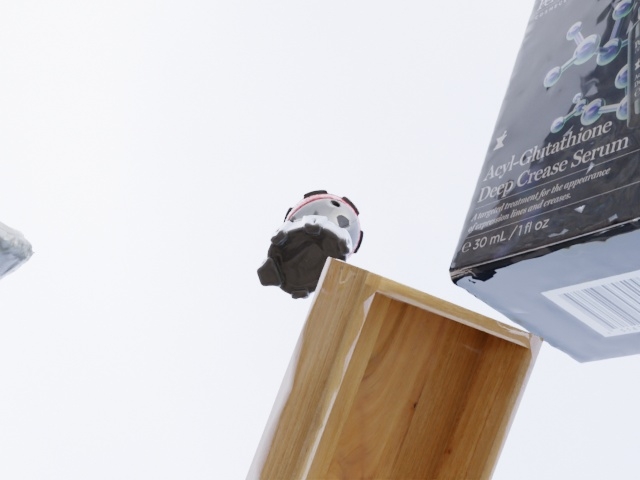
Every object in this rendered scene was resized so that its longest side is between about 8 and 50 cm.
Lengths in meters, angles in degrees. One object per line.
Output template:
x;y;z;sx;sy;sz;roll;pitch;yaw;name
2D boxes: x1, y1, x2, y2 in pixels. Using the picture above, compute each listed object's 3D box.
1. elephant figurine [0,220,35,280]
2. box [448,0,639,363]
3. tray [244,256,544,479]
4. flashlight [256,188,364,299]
-0.229;0.013;0.493;0.169;0.239;0.186;-25;-127;8;elephant figurine
0.346;-0.106;1.043;0.293;0.212;0.396;-23;-140;55;box
0.029;0.241;0.872;0.076;0.202;0.411;20;-91;58;tray
0.000;0.000;1.145;0.103;0.304;0.103;22;-84;-1;flashlight
